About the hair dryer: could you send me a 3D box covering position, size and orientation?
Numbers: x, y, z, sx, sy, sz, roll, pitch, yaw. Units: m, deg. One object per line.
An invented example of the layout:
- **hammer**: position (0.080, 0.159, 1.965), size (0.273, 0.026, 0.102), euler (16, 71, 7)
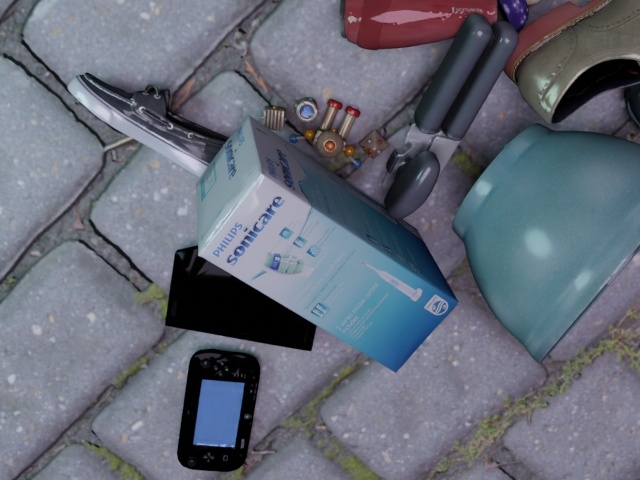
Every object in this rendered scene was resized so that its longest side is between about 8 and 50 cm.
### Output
- **hair dryer**: position (0.090, -0.339, 1.058), size (0.293, 0.080, 0.223), euler (39, 106, -3)

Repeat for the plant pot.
- **plant pot**: position (0.290, -0.021, 1.091), size (0.196, 0.293, 0.293), euler (40, 107, 17)

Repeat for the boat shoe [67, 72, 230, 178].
- **boat shoe**: position (-0.212, -0.162, 1.145), size (0.229, 0.080, 0.076), euler (33, 100, -10)

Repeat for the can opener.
- **can opener**: position (0.160, -0.146, 1.100), size (0.074, 0.093, 0.280), euler (8, 129, -22)

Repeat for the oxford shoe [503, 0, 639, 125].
- **oxford shoe**: position (0.396, -0.256, 1.047), size (0.348, 0.130, 0.123), euler (-32, 148, 19)

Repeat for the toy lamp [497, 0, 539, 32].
- **toy lamp**: position (0.341, -0.352, 1.065), size (0.275, 0.080, 0.080), euler (-27, 106, 12)

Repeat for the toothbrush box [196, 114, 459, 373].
- **toothbrush box**: position (0.000, 0.000, 1.091), size (0.296, 0.216, 0.126), euler (33, 106, -23)

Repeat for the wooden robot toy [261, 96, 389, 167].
- **wooden robot toy**: position (0.008, -0.141, 1.143), size (0.173, 0.079, 0.076), euler (21, 108, -6)

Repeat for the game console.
- **game console**: position (-0.123, 0.180, 1.274), size (0.213, 0.044, 0.361), euler (10, 109, -1)

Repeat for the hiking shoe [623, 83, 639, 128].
- **hiking shoe**: position (0.524, -0.123, 1.104), size (0.304, 0.132, 0.113), euler (31, 107, -8)
